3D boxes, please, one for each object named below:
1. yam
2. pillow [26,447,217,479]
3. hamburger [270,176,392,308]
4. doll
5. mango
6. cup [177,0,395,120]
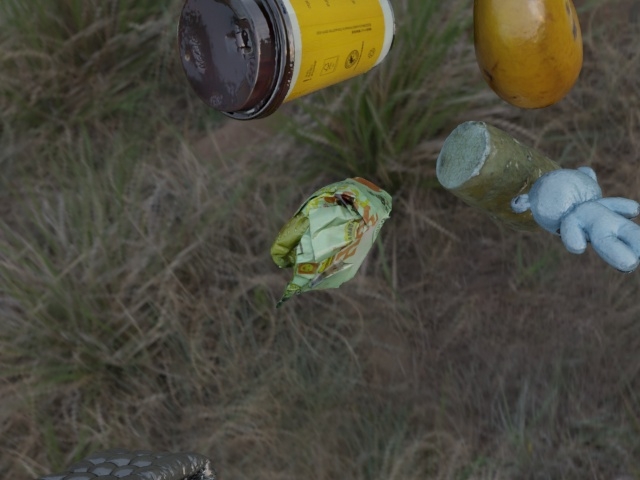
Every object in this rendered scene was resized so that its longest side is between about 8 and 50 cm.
[{"bbox_3d":[0.229,-0.083,1.437,0.107,0.194,0.107,-17,63,38],"label":"yam"},{"bbox_3d":[-0.353,0.417,1.855,0.228,0.326,0.101,-3,97,30],"label":"pillow"},{"bbox_3d":[-0.001,0.003,1.723,0.235,0.214,0.125,-46,77,24],"label":"hamburger"},{"bbox_3d":[0.311,-0.015,1.300,0.120,0.075,0.180,-20,50,-22],"label":"doll"},{"bbox_3d":[0.174,-0.181,0.949,0.090,0.178,0.115,0,66,16],"label":"mango"},{"bbox_3d":[-0.040,-0.270,1.478,0.279,0.196,0.196,-20,49,-43],"label":"cup"}]
